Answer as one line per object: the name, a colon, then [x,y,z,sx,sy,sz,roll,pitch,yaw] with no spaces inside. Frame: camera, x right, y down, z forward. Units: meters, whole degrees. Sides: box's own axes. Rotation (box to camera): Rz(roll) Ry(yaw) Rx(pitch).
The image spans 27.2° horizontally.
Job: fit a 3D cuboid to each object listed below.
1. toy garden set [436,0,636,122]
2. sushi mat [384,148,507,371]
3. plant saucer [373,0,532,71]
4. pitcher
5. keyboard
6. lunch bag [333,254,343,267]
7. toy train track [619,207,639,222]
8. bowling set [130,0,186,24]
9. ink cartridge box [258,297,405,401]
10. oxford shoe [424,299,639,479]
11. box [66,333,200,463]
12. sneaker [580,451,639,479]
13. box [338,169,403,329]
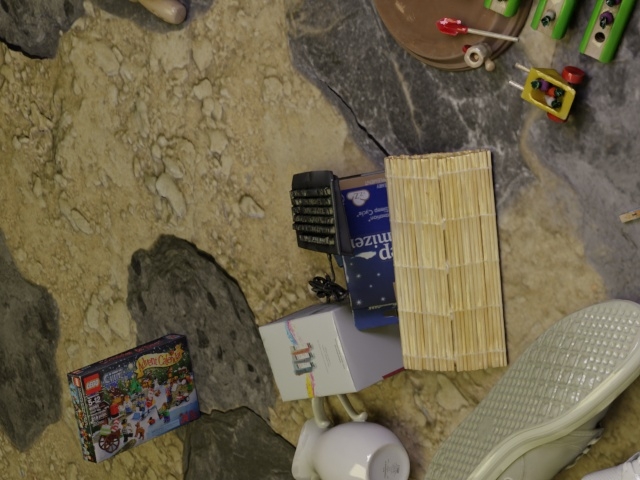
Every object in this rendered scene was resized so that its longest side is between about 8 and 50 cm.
toy garden set: [0.245,-0.272,1.634,0.244,0.049,0.204,29,124,18]
sushi mat: [0.175,0.032,1.840,0.151,0.019,0.316,-2,105,16]
plant saucer: [0.159,-0.358,1.742,0.278,0.041,0.278,18,116,41]
pitcher: [0.045,0.313,2.056,0.207,0.125,0.178,4,94,56]
keyboard: [0.000,0.000,1.909,0.317,0.033,0.201,-172,70,-80]
lunch bag: [0.052,-0.007,1.958,0.098,0.067,0.065,-36,76,50]
toy train track: [0.403,-0.039,1.630,0.083,0.014,0.048,-23,94,53]
bowling set: [-0.279,-0.488,2.073,0.154,0.287,0.200,31,82,26]
ink cartridge box: [0.020,0.160,2.007,0.176,0.128,0.127,-14,95,48]
oxford shoe: [0.306,0.240,1.759,0.130,0.169,0.449,26,126,-17]
box: [-0.324,0.274,2.322,0.044,0.233,0.159,4,108,46]
sneaker: [0.440,0.252,1.639,0.292,0.108,0.169,-12,94,37]
box: [0.096,0.013,1.885,0.136,0.036,0.225,-11,101,2]
